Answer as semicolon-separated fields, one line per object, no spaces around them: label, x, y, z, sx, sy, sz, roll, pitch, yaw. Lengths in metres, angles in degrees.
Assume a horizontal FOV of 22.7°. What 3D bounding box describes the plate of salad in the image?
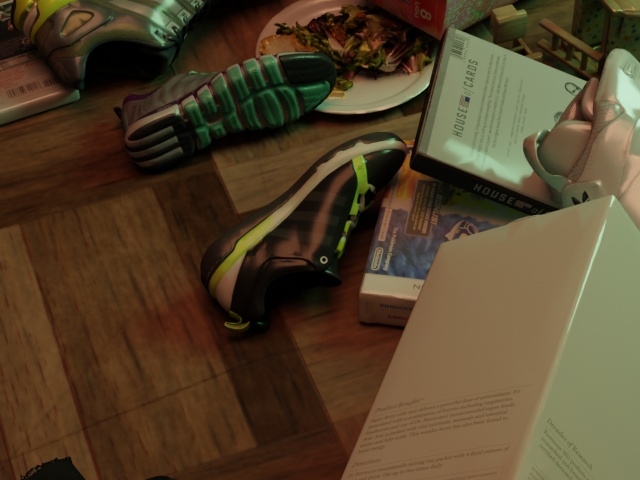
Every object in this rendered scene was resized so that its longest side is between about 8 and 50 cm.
plate of salad;0.031;-0.207;1.662;0.200;0.048;0.200;-2;47;2

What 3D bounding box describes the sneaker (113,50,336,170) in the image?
sneaker;-0.099;-0.153;1.594;0.224;0.083;0.098;-21;42;-8

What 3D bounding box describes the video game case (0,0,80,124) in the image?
video game case;-0.369;-0.177;1.675;0.190;0.022;0.173;-20;50;-14

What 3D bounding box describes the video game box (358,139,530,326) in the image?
video game box;0.144;0.000;1.466;0.187;0.048;0.205;9;48;7

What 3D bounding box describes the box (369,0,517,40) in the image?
box;0.179;-0.348;1.691;0.154;0.142;0.300;34;48;30

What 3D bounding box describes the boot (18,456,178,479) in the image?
boot;-0.185;0.210;1.293;0.121;0.045;0.099;-35;51;-26

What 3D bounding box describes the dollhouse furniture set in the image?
dollhouse furniture set;0.249;-0.228;1.577;0.161;0.182;0.101;-18;49;-13

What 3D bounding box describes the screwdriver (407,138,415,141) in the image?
screwdriver;0.105;-0.104;1.586;0.170;0.024;0.025;-17;19;-4

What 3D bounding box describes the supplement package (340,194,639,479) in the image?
supplement package;0.161;0.140;1.206;0.177;0.175;0.293;-17;35;41

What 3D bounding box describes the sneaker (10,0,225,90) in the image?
sneaker;-0.167;-0.236;1.678;0.300;0.111;0.121;-21;73;-20

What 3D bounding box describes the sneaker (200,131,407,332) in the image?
sneaker;0.000;0.000;1.450;0.235;0.084;0.097;-38;68;-7

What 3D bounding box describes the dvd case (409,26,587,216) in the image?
dvd case;0.210;-0.093;1.480;0.239;0.029;0.179;21;49;-5

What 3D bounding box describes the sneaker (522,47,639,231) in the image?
sneaker;0.341;-0.089;1.418;0.210;0.137;0.366;46;53;11
